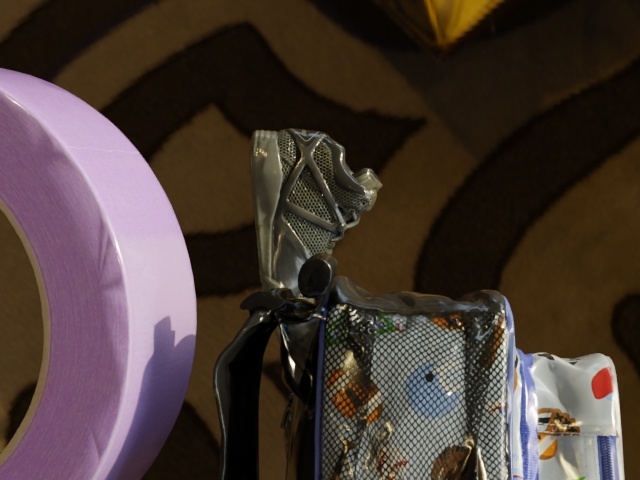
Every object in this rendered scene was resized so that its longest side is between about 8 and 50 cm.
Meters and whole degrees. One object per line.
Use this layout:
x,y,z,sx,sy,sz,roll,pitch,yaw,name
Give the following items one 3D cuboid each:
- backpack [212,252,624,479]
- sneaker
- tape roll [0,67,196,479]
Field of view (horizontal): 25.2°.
0.055,0.173,0.768,0.213,0.276,0.263,7,72,8,backpack
0.000,0.000,1.437,0.130,0.087,0.227,-3,93,3,sneaker
-0.209,0.041,0.759,0.275,0.090,0.275,0,92,17,tape roll
